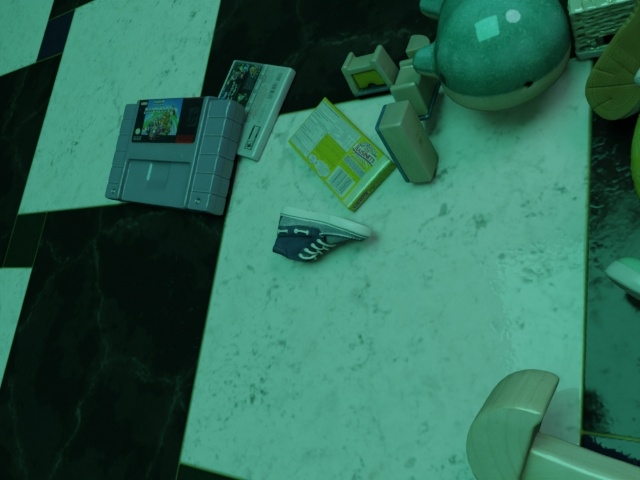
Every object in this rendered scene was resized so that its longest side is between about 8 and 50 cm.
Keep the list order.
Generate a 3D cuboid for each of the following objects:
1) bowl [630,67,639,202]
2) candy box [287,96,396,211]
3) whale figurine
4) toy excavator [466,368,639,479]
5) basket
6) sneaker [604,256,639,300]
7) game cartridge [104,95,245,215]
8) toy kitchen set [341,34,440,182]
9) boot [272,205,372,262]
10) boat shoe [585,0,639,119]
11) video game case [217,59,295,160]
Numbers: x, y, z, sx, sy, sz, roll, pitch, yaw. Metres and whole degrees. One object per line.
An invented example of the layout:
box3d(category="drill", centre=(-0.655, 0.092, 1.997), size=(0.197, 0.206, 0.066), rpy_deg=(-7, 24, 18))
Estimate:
box3d(category="bowl", centre=(0.398, -0.141, 0.558), size=(0.156, 0.289, 0.289), rpy_deg=(43, 103, 1))
box3d(category="candy box", centre=(0.031, -0.150, 1.013), size=(0.105, 0.027, 0.206), rpy_deg=(-46, 53, 11))
box3d(category="whale figurine", centre=(0.220, -0.303, 0.814), size=(0.216, 0.141, 0.272), rpy_deg=(-24, 51, 9))
box3d(category="toy excavator", centre=(0.398, 0.205, 0.489), size=(0.433, 0.222, 0.445), rpy_deg=(42, 125, 14))
box3d(category="basket", centre=(0.385, -0.343, 0.778), size=(0.113, 0.103, 0.167), rpy_deg=(-3, 71, 34))
box3d(category="sneaker", centre=(0.442, 0.024, 0.608), size=(0.255, 0.094, 0.151), rpy_deg=(19, 91, 29))
box3d(category="game cartridge", centre=(-0.315, -0.182, 1.237), size=(0.354, 0.068, 0.230), rpy_deg=(8, 90, 39))
box3d(category="toy kitchen set", centre=(0.104, -0.202, 0.947), size=(0.166, 0.122, 0.207), rpy_deg=(-2, 52, 36))
box3d(category="boot", centre=(0.000, 0.000, 0.963), size=(0.190, 0.069, 0.086), rpy_deg=(14, 89, 46))
box3d(category="boat shoe", centre=(0.413, -0.258, 0.664), size=(0.098, 0.096, 0.277), rpy_deg=(60, 146, 27))
box3d(category="video game case", centre=(-0.149, -0.264, 1.189), size=(0.173, 0.022, 0.191), rpy_deg=(21, 87, 39))
